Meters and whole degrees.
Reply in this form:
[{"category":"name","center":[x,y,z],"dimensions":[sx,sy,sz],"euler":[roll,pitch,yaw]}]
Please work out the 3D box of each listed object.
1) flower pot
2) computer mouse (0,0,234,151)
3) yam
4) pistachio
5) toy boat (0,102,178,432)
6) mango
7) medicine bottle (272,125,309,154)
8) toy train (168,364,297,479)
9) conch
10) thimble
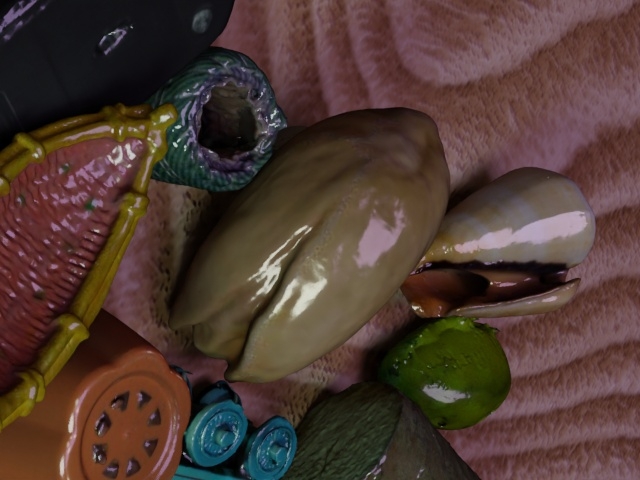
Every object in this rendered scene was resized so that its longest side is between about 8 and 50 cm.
[{"category":"flower pot","center":[-0.198,0.126,1.120],"dimensions":[0.190,0.173,0.191],"euler":[-21,118,-48]},{"category":"computer mouse","center":[-0.184,-0.166,1.102],"dimensions":[0.269,0.100,0.170],"euler":[-42,143,-19]},{"category":"yam","center":[0.075,0.259,1.496],"dimensions":[0.304,0.168,0.168],"euler":[49,62,-44]},{"category":"pistachio","center":[0.000,0.000,1.303],"dimensions":[0.293,0.162,0.181],"euler":[-50,173,-4]},{"category":"toy boat","center":[-0.197,0.018,1.016],"dimensions":[0.141,0.099,0.318],"euler":[51,44,-27]},{"category":"mango","center":[0.129,0.143,1.587],"dimensions":[0.178,0.100,0.119],"euler":[-3,62,-44]},{"category":"medicine bottle","center":[-0.019,-0.060,1.385],"dimensions":[0.047,0.047,0.083],"euler":[-40,129,-38]},{"category":"toy train","center":[-0.109,0.200,1.307],"dimensions":[0.198,0.107,0.154],"euler":[29,85,-50]},{"category":"conch","center":[0.184,0.009,1.620],"dimensions":[0.255,0.127,0.158],"euler":[-13,93,-21]},{"category":"thimble","center":[-0.102,-0.101,1.239],"dimensions":[0.135,0.090,0.118],"euler":[41,71,-50]}]
